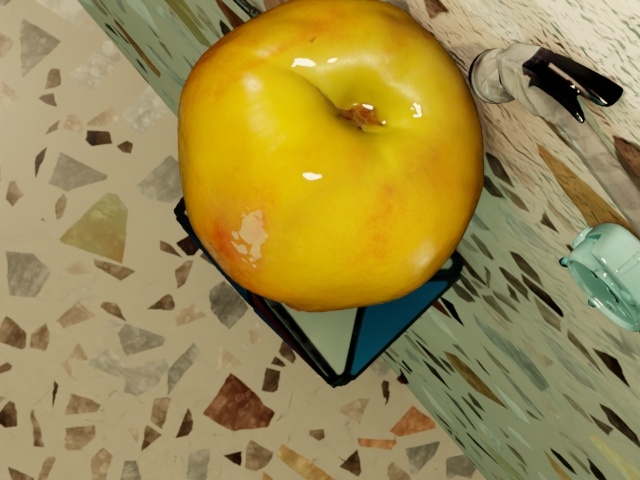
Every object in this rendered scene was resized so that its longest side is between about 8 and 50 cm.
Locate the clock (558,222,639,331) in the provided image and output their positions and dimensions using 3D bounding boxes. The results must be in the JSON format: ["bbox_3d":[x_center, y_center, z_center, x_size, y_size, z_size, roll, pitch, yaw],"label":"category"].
[{"bbox_3d":[0.264,0.035,1.203,0.108,0.045,0.147,50,173,-7],"label":"clock"}]

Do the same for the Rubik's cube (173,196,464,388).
[{"bbox_3d":[0.000,0.000,1.772,0.248,0.250,0.246,37,167,48],"label":"Rubik's cube"}]

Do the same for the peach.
[{"bbox_3d":[0.008,-0.069,1.235,0.289,0.289,0.308,48,160,3],"label":"peach"}]

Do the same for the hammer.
[{"bbox_3d":[0.274,0.012,1.056,0.427,0.044,0.152,49,172,-18],"label":"hammer"}]

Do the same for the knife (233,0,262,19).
[{"bbox_3d":[-0.124,-0.324,1.665,0.222,0.021,0.045,43,173,5],"label":"knife"}]
